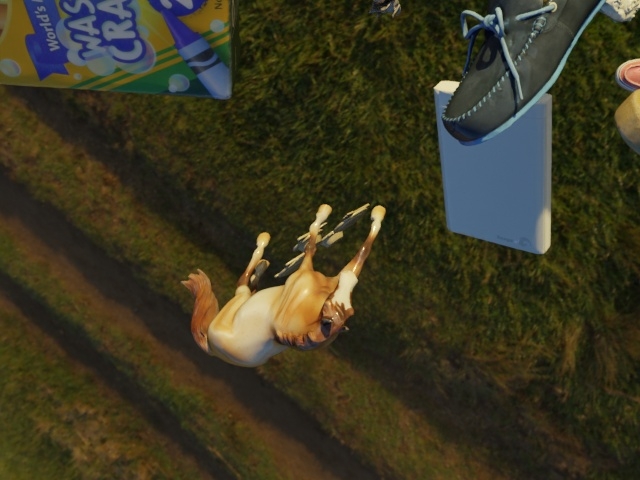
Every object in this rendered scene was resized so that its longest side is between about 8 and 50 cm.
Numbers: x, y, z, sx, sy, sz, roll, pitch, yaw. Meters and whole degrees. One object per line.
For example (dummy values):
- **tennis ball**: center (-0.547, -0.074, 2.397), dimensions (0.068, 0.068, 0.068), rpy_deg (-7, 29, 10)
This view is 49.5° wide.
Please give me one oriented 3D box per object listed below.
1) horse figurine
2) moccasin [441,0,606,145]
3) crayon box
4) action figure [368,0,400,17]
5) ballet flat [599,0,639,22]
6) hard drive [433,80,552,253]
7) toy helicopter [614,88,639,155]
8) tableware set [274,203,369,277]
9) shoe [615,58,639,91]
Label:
- **horse figurine**: center (-0.043, 0.053, 0.642), dimensions (0.263, 0.174, 0.066), rpy_deg (-22, 125, 39)
- **moccasin**: center (0.243, -0.273, 0.850), dimensions (0.117, 0.342, 0.138), rpy_deg (41, 166, -28)
- **crayon box**: center (-0.227, -0.225, 0.539), dimensions (0.323, 0.083, 0.203), rpy_deg (3, 136, -2)
- **action figure**: center (0.146, -0.646, 1.604), dimensions (0.099, 0.185, 0.285), rpy_deg (-5, 135, 18)
- **ballet flat**: center (0.690, -0.677, 1.515), dimensions (0.147, 0.408, 0.147), rpy_deg (15, 160, 6)
- **hard drive**: center (0.312, -0.128, 1.247), dimensions (0.203, 0.040, 0.307), rpy_deg (17, 135, 35)
- **toy helicopter**: center (0.481, -0.069, 0.768), dimensions (0.355, 0.235, 0.140), rpy_deg (30, 142, -7)
- **tableware set**: center (0.000, 0.000, 1.075), dimensions (0.020, 0.141, 0.168), rpy_deg (54, 150, 9)
- **shoe**: center (0.642, -0.300, 1.272), dimensions (0.178, 0.081, 0.063), rpy_deg (9, 98, 2)
